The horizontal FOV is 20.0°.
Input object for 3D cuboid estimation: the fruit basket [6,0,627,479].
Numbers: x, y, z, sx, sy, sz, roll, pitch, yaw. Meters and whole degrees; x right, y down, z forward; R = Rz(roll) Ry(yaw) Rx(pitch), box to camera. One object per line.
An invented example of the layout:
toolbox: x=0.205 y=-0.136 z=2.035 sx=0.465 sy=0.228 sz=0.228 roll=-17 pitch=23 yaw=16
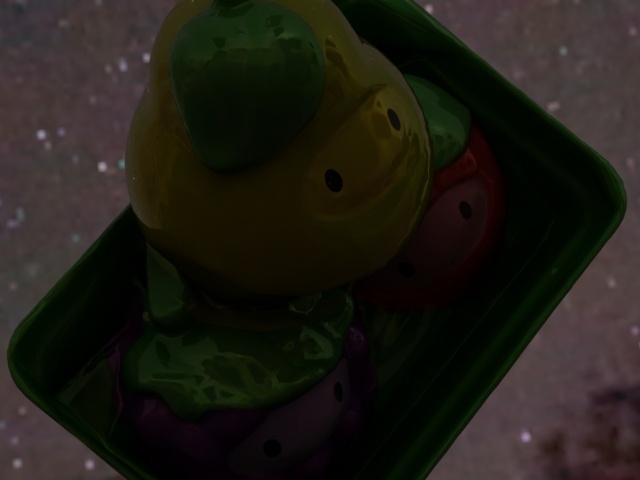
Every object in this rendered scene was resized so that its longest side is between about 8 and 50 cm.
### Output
fruit basket: x=0.000 y=0.000 z=1.089 sx=0.392 sy=0.283 sz=0.392 roll=-50 pitch=-1 yaw=-1
